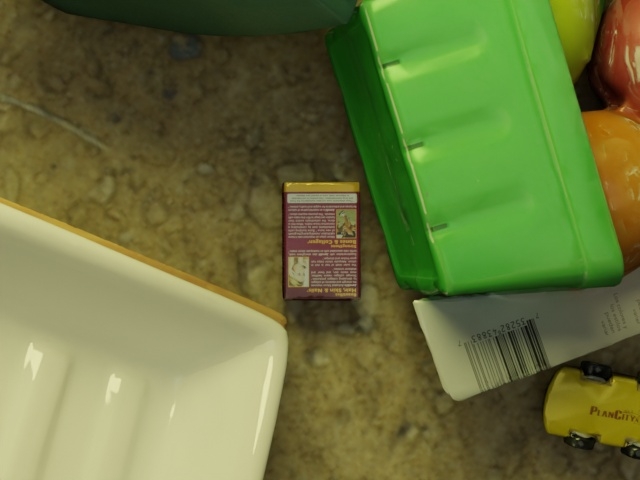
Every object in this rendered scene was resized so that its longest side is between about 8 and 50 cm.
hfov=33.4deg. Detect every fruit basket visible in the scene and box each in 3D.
[{"bbox_3d":[0.192,-0.100,0.730,0.353,0.165,0.327,-19,93,-19],"label":"fruit basket"}]

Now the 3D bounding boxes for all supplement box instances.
[{"bbox_3d":[0.000,0.000,0.752,0.055,0.043,0.083,1,91,-4],"label":"supplement box"}]

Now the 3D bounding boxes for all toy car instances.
[{"bbox_3d":[0.300,0.122,0.772,0.239,0.053,0.225,45,88,-5],"label":"toy car"}]

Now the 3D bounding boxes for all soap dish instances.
[{"bbox_3d":[-0.171,0.108,0.634,0.290,0.118,0.229,25,65,-30],"label":"soap dish"}]

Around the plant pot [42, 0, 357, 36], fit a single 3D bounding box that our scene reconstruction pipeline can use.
[{"bbox_3d":[-0.086,-0.213,0.630,0.234,0.165,0.166,20,91,26],"label":"plant pot"}]
